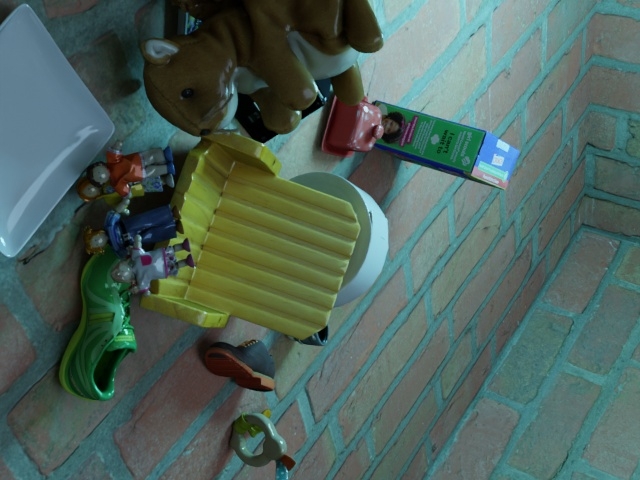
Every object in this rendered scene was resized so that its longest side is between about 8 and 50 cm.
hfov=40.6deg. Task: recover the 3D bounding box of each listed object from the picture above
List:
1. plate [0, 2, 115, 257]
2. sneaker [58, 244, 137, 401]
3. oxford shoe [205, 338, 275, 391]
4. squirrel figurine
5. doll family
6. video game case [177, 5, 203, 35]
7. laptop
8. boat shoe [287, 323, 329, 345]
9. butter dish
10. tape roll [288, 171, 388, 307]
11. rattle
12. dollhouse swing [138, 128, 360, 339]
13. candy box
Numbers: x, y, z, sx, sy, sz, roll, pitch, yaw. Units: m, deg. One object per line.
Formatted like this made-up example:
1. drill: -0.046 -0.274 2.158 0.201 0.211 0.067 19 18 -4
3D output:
1. plate: -0.454 -0.156 1.264 0.278 0.045 0.277 -58 149 -22
2. sneaker: -0.360 0.141 1.509 0.109 0.123 0.296 4 103 -59
3. oxford shoe: -0.178 0.261 1.934 0.271 0.096 0.098 52 42 -60
4. squirrel figurine: -0.138 -0.362 1.441 0.370 0.397 0.281 -23 179 -8
5. doll family: -0.316 -0.043 1.431 0.163 0.118 0.263 -14 109 -16
6. video game case: -0.190 -0.439 1.558 0.173 0.022 0.191 -23 126 -53
7. laptop: -0.083 -0.358 1.734 0.264 0.137 0.234 -32 147 5
8. boat shoe: -0.007 0.108 2.095 0.116 0.099 0.320 -18 121 -54
9. butter dish: 0.093 -0.266 2.025 0.160 0.118 0.160 4 103 -59
10. tape roll: 0.000 0.000 1.857 0.100 0.286 0.286 26 84 -61
11. rattle: -0.106 0.486 2.048 0.142 0.199 0.130 34 77 -59
12. dollhouse swing: -0.109 0.014 1.625 0.315 0.304 0.347 45 65 -82
13. candy box: 0.307 -0.238 2.192 0.268 0.317 0.122 12 96 -60
